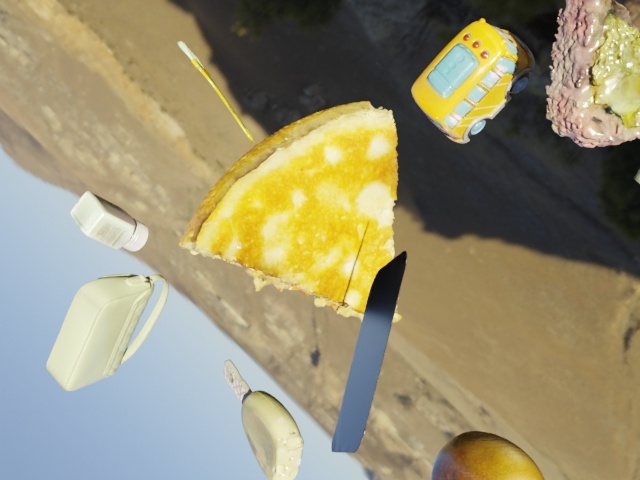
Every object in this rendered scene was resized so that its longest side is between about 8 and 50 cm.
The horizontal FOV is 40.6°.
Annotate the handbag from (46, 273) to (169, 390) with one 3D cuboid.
[{"bbox_3d":[-0.395,0.164,1.655,0.079,0.256,0.219,41,-153,22],"label":"handbag"}]

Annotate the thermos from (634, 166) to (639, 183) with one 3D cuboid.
[{"bbox_3d":[0.690,-0.189,1.690,0.073,0.187,0.083,1,-148,-26],"label":"thermos"}]

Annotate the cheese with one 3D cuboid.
[{"bbox_3d":[-0.081,0.216,1.090,0.192,0.038,0.097,46,136,48],"label":"cheese"}]

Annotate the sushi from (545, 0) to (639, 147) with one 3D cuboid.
[{"bbox_3d":[0.431,-0.254,1.269,0.107,0.162,0.241,-151,61,-65],"label":"sushi"}]

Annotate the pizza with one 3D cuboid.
[{"bbox_3d":[0.000,0.000,1.506,0.130,0.440,0.406,13,136,62],"label":"pizza"}]

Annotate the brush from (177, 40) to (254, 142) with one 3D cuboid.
[{"bbox_3d":[-0.168,-0.242,1.440,0.205,0.011,0.083,54,-177,11],"label":"brush"}]

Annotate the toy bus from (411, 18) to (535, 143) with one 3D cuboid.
[{"bbox_3d":[0.259,-0.284,1.510,0.136,0.209,0.126,15,-146,-55],"label":"toy bus"}]

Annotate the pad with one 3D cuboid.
[{"bbox_3d":[0.063,0.151,1.151,0.004,0.267,0.181,17,164,-8],"label":"pad"}]

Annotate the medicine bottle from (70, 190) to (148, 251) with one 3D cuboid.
[{"bbox_3d":[-0.341,-0.025,1.415,0.074,0.055,0.118,42,-174,38],"label":"medicine bottle"}]

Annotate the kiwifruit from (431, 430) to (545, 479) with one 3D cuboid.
[{"bbox_3d":[0.308,0.457,1.612,0.196,0.196,0.234,48,177,-24],"label":"kiwifruit"}]
